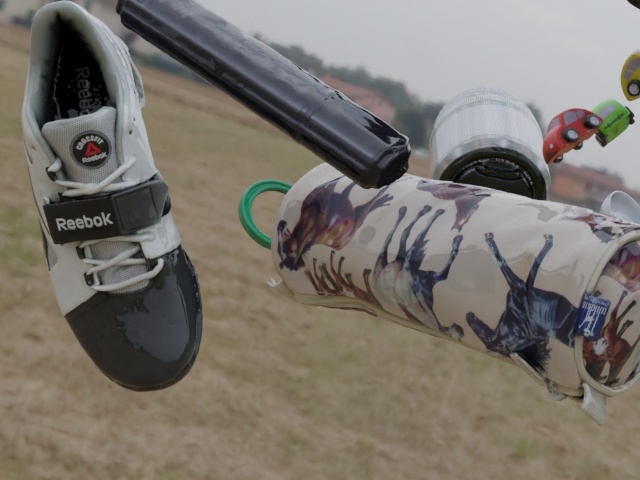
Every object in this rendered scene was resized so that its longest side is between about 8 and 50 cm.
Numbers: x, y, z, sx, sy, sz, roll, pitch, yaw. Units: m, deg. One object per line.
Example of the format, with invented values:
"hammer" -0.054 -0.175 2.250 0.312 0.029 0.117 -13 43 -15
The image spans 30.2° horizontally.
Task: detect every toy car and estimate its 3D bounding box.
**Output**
"toy car" 0.407 -0.186 1.690 0.053 0.239 0.225 52 6 14

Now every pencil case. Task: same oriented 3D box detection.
"pencil case" 0.136 0.033 1.185 0.410 0.183 0.160 16 -27 39

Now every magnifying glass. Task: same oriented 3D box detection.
"magnifying glass" 0.000 0.000 1.520 0.231 0.092 0.026 29 -31 -7

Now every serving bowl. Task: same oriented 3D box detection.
"serving bowl" 0.320 -0.010 1.250 0.083 0.083 0.027 14 -35 -44

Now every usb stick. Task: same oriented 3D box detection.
"usb stick" -0.048 -0.131 0.975 0.278 0.045 0.077 35 32 15

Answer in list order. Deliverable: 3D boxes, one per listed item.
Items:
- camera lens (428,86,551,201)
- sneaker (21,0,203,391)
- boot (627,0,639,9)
"camera lens" 0.314 -0.143 2.226 0.219 0.219 0.274 18 32 -7
"sneaker" -0.184 -0.038 0.961 0.122 0.331 0.146 -17 -10 -2
"boot" 0.335 -0.454 1.452 0.131 0.348 0.260 -21 17 -12
